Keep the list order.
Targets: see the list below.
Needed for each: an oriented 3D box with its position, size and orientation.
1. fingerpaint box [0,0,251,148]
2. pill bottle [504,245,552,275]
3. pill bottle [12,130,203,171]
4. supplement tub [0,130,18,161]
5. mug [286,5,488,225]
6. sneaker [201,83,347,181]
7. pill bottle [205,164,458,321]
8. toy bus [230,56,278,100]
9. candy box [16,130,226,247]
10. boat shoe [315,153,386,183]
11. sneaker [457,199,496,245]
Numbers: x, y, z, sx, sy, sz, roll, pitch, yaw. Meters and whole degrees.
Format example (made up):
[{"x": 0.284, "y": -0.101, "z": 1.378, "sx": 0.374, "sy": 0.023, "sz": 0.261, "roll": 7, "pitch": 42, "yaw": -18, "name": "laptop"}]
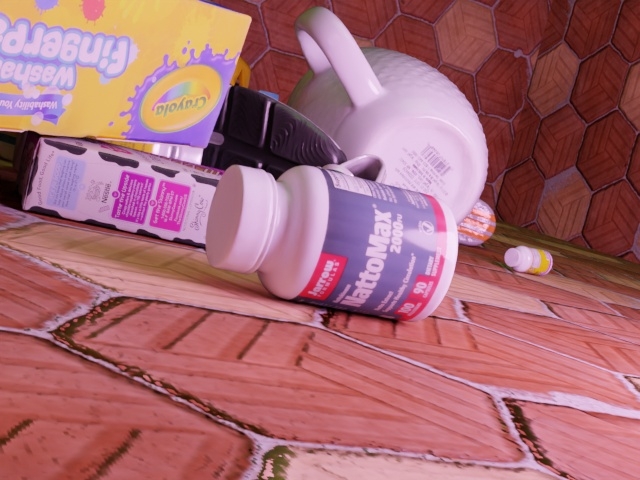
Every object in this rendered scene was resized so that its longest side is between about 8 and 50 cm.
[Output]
[{"x": -0.347, "y": -0.236, "z": 0.950, "sx": 0.371, "sy": 0.163, "sz": 0.445, "roll": 28, "pitch": 15, "yaw": 26, "name": "fingerpaint box"}, {"x": 0.339, "y": 0.032, "z": 1.634, "sx": 0.083, "sy": 0.043, "sz": 0.043, "roll": 10, "pitch": 8, "yaw": -40, "name": "pill bottle"}, {"x": -0.255, "y": -0.117, "z": 1.205, "sx": 0.209, "sy": 0.119, "sz": 0.119, "roll": 12, "pitch": 6, "yaw": -20, "name": "pill bottle"}, {"x": -0.349, "y": -0.197, "z": 1.319, "sx": 0.144, "sy": 0.199, "sz": 0.144, "roll": 14, "pitch": 5, "yaw": -1, "name": "supplement tub"}, {"x": 0.075, "y": -0.167, "z": 1.434, "sx": 0.374, "sy": 0.276, "sz": 0.328, "roll": 58, "pitch": 0, "yaw": -19, "name": "mug"}, {"x": -0.100, "y": -0.123, "z": 1.396, "sx": 0.448, "sy": 0.169, "sz": 0.258, "roll": 16, "pitch": 7, "yaw": 34, "name": "sneaker"}, {"x": 0.007, "y": -0.001, "z": 0.791, "sx": 0.180, "sy": 0.107, "sz": 0.108, "roll": 12, "pitch": 6, "yaw": -23, "name": "pill bottle"}, {"x": -0.154, "y": -0.239, "z": 1.475, "sx": 0.191, "sy": 0.104, "sz": 0.202, "roll": 13, "pitch": -6, "yaw": -28, "name": "toy bus"}, {"x": -0.176, "y": -0.051, "z": 0.992, "sx": 0.234, "sy": 0.071, "sz": 0.159, "roll": 12, "pitch": 7, "yaw": -22, "name": "candy box"}, {"x": 0.006, "y": -0.042, "z": 1.088, "sx": 0.095, "sy": 0.084, "sz": 0.258, "roll": 14, "pitch": 20, "yaw": 15, "name": "boat shoe"}, {"x": 0.187, "y": -0.072, "z": 1.997, "sx": 0.321, "sy": 0.124, "sz": 0.180, "roll": 25, "pitch": 2, "yaw": 0, "name": "sneaker"}]
